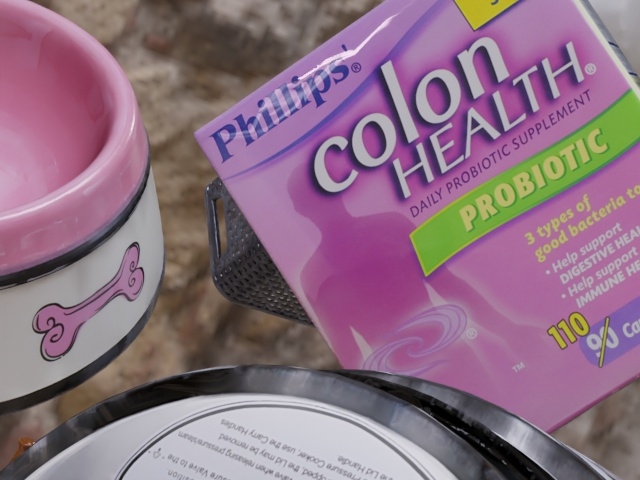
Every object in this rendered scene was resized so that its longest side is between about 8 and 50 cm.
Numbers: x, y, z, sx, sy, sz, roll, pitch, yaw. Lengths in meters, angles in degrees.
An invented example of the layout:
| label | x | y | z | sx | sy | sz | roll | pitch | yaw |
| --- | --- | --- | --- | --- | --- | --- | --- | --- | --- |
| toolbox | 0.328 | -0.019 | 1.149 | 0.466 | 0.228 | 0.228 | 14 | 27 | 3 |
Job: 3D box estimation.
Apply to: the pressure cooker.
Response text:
| label | x | y | z | sx | sy | sz | roll | pitch | yaw |
| --- | --- | --- | --- | --- | --- | --- | --- | --- | --- |
| pressure cooker | 0.009 | 0.253 | 0.771 | 0.420 | 0.370 | 0.375 | 38 | 31 | -54 |

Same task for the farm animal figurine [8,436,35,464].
| label | x | y | z | sx | sy | sz | roll | pitch | yaw |
| --- | --- | --- | --- | --- | --- | --- | --- | --- | --- |
| farm animal figurine | -0.242 | 0.368 | 2.013 | 0.330 | 0.172 | 0.327 | 21 | 19 | 18 |

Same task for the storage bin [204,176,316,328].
| label | x | y | z | sx | sy | sz | roll | pitch | yaw |
| --- | --- | --- | --- | --- | --- | --- | --- | --- | --- |
| storage bin | 0.000 | 0.000 | 1.550 | 0.180 | 0.084 | 0.122 | 19 | 49 | -35 |

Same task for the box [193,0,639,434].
| label | x | y | z | sx | sy | sz | roll | pitch | yaw |
| --- | --- | --- | --- | --- | --- | --- | --- | --- | --- |
| box | 0.092 | -0.019 | 1.008 | 0.243 | 0.213 | 0.117 | 58 | 13 | 3 |

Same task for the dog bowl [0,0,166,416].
| label | x | y | z | sx | sy | sz | roll | pitch | yaw |
| --- | --- | --- | --- | --- | --- | --- | --- | --- | --- |
| dog bowl | -0.311 | -0.052 | 1.365 | 0.408 | 0.150 | 0.408 | 7 | 37 | -5 |

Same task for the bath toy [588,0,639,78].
| label | x | y | z | sx | sy | sz | roll | pitch | yaw |
| --- | --- | --- | --- | --- | --- | --- | --- | --- | --- |
| bath toy | 0.179 | -0.233 | 1.255 | 0.129 | 0.151 | 0.348 | -6 | 51 | 3 |
